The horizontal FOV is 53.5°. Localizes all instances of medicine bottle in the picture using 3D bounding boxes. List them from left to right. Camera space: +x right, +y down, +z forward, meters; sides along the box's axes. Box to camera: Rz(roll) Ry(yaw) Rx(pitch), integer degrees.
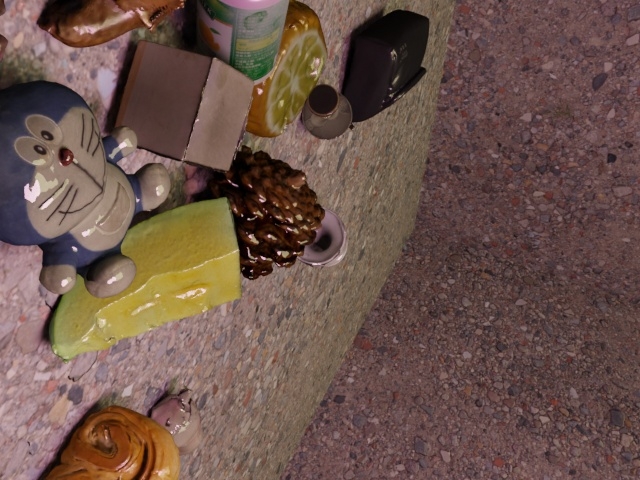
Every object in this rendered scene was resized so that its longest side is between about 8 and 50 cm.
[{"bbox_3d":[-0.110,-0.346,0.903,0.133,0.133,0.274,-62,-179,-24],"label":"medicine bottle"}]

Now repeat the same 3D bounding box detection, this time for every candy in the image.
[{"bbox_3d":[-0.086,-0.316,1.175,0.260,0.117,0.260,-56,160,-32],"label":"candy"}]

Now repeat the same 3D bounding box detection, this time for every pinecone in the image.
[{"bbox_3d":[-0.124,-0.042,1.187,0.257,0.243,0.243,-48,162,-1],"label":"pinecone"}]

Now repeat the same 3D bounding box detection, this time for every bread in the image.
[{"bbox_3d":[-0.343,0.400,1.042,0.120,0.198,0.236,94,22,-58],"label":"bread"}]

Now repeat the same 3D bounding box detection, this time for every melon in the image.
[{"bbox_3d":[-0.270,0.069,0.989,0.323,0.124,0.196,-23,130,-26],"label":"melon"}]

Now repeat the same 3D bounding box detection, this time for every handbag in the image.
[{"bbox_3d":[0.190,-0.466,1.764,0.302,0.177,0.275,-52,155,-47],"label":"handbag"}]

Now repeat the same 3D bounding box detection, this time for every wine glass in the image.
[{"bbox_3d":[0.000,0.000,1.771,0.196,0.164,0.165,49,62,-80],"label":"wine glass"}]

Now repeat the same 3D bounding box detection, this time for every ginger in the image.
[{"bbox_3d":[-0.165,-0.311,0.728,0.107,0.309,0.133,22,58,-72],"label":"ginger"}]

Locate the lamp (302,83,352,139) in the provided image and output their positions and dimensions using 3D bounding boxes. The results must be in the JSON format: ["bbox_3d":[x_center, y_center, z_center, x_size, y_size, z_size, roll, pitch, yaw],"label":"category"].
[{"bbox_3d":[0.015,-0.300,1.491,0.215,0.121,0.121,55,56,-86],"label":"lamp"}]

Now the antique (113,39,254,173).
[{"bbox_3d":[-0.198,-0.187,0.909,0.146,0.147,0.152,1,107,-74],"label":"antique"}]

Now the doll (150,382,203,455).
[{"bbox_3d":[-0.306,0.397,1.345,0.149,0.095,0.192,-59,163,-27],"label":"doll"}]

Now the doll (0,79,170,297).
[{"bbox_3d":[-0.296,-0.064,0.733,0.258,0.153,0.228,77,29,-64],"label":"doll"}]

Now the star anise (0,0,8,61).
[{"bbox_3d":[-0.339,-0.211,0.526,0.220,0.098,0.214,76,28,-62],"label":"star anise"}]
